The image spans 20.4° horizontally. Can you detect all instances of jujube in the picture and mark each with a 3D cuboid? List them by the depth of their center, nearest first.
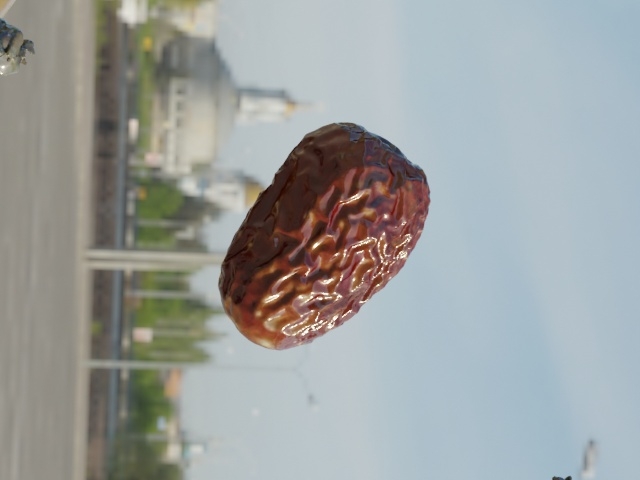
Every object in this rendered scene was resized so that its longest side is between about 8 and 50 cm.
[{"bbox_3d":[0.000,0.000,1.291,0.176,0.112,0.109,-52,153,7],"label":"jujube"}]

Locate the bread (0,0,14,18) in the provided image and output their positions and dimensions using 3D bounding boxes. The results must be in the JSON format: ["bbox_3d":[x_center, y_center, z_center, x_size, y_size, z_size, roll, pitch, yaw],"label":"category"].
[{"bbox_3d":[-0.434,-0.356,1.797,0.361,0.250,0.394,53,45,-27],"label":"bread"}]

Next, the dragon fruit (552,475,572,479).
[{"bbox_3d":[0.240,0.350,1.662,0.293,0.234,0.233,-77,171,-70],"label":"dragon fruit"}]

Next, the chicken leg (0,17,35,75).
[{"bbox_3d":[-0.311,-0.205,1.390,0.196,0.125,0.080,50,-59,36],"label":"chicken leg"}]
